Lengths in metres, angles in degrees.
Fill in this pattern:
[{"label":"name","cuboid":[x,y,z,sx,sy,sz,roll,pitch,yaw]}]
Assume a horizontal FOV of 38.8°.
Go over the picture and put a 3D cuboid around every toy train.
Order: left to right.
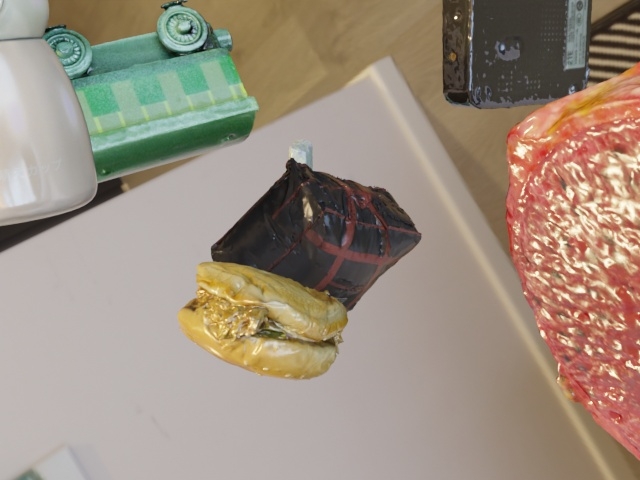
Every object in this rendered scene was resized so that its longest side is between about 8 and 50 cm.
[{"label":"toy train","cuboid":[-0.240,-0.190,1.191,0.202,0.300,0.120,66,156,12]}]

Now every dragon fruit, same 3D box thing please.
[{"label":"dragon fruit","cuboid":[0.187,-0.003,0.427,0.126,0.161,0.274,33,152,49]}]

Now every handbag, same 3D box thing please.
[{"label":"handbag","cuboid":[0.000,0.000,1.103,0.169,0.215,0.155,-51,54,23]}]

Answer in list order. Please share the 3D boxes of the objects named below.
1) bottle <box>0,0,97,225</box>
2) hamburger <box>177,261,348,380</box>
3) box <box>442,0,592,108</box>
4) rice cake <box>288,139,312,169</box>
[{"label":"bottle","cuboid":[-0.276,-0.137,0.756,0.147,0.147,0.237,8,109,48]},{"label":"hamburger","cuboid":[-0.048,0.071,0.812,0.138,0.147,0.083,19,95,46]},{"label":"box","cuboid":[0.229,-0.330,1.037,0.058,0.211,0.350,16,112,51]},{"label":"rice cake","cuboid":[-0.039,-0.082,1.788,0.040,0.085,0.226,2,100,8]}]
